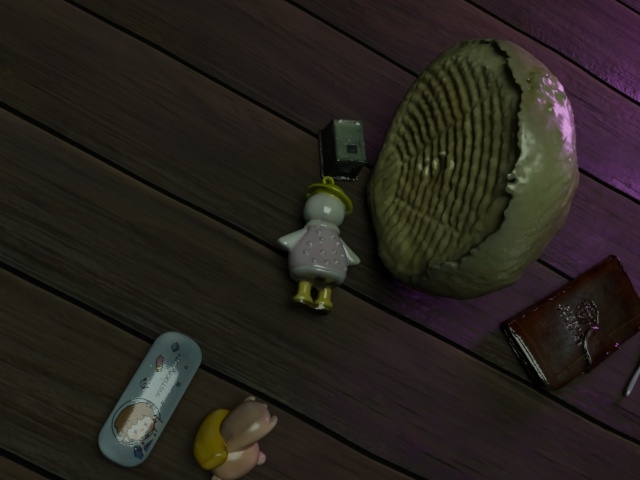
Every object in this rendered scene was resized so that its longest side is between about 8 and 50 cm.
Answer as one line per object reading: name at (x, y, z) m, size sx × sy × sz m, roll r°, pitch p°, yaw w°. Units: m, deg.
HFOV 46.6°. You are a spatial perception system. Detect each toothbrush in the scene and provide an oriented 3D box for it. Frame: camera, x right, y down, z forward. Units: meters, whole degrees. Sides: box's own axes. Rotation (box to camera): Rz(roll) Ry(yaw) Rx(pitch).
toothbrush at (0.523, 0.185, 1.205) m, size 0.017 × 0.014 × 0.162 m, roll 31°, pitch 65°, yaw 15°

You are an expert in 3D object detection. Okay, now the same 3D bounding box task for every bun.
bun at (0.229, -0.090, 1.036) m, size 0.202 × 0.364 × 0.364 m, roll 14°, pitch 68°, yaw -25°

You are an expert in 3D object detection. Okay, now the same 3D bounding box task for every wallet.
wallet at (0.413, 0.132, 1.176) m, size 0.255 × 0.031 × 0.137 m, roll -27°, pitch 82°, yaw -24°

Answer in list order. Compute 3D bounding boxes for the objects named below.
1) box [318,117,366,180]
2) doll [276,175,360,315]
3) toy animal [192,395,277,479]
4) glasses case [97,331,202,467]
box at (0.034, -0.141, 1.129) m, size 0.060 × 0.063 × 0.085 m, roll 1°, pitch 71°, yaw -16°
doll at (0.000, 0.000, 1.062) m, size 0.129 × 0.081 × 0.207 m, roll 16°, pitch 66°, yaw -20°
toy animal at (-0.106, 0.257, 0.951) m, size 0.114 × 0.091 × 0.082 m, roll -36°, pitch 114°, yaw -12°
glasses case at (-0.215, 0.200, 0.944) m, size 0.067 × 0.045 × 0.178 m, roll 30°, pitch 66°, yaw -5°
